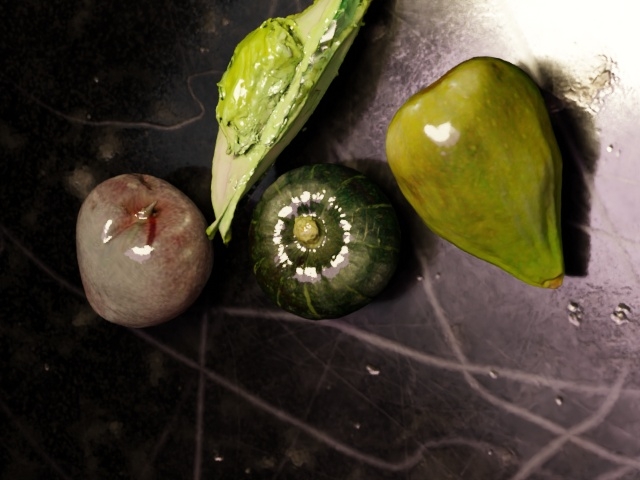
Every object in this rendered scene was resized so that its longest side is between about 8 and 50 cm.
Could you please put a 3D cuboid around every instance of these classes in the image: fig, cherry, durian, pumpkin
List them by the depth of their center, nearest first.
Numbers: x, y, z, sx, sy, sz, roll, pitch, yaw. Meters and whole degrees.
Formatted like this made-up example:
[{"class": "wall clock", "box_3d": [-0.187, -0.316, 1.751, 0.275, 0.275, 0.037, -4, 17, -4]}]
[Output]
[{"class": "fig", "box_3d": [0.162, -0.072, 1.700, 0.167, 0.167, 0.233, -11, 128, 27]}, {"class": "pumpkin", "box_3d": [0.001, 0.001, 1.788, 0.167, 0.125, 0.167, 5, 98, 37]}, {"class": "durian", "box_3d": [-0.046, -0.167, 1.794, 0.106, 0.132, 0.375, 30, 101, 9]}, {"class": "cherry", "box_3d": [-0.194, 0.016, 1.879, 0.176, 0.140, 0.176, 29, 132, 37]}]
